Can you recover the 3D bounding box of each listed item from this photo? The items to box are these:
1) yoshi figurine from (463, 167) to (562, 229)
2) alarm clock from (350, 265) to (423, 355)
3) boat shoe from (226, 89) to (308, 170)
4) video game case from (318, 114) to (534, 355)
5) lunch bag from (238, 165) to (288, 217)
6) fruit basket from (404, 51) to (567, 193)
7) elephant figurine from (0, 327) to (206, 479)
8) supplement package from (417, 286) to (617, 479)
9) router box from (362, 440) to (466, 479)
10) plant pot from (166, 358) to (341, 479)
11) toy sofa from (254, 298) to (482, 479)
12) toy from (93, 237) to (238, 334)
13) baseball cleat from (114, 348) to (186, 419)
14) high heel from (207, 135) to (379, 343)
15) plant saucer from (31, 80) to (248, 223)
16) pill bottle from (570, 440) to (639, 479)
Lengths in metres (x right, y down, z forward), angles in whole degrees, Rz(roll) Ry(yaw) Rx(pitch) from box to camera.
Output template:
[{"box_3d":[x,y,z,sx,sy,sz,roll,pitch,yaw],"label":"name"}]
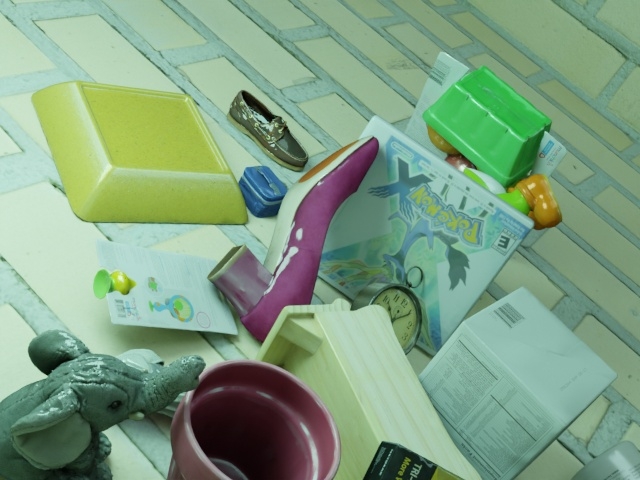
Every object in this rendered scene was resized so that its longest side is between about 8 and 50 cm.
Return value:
[{"box_3d":[0.268,0.013,1.582,0.362,0.203,0.203,-20,38,3],"label":"yoshi figurine"},{"box_3d":[0.118,0.120,1.423,0.192,0.064,0.129,-52,120,-19],"label":"alarm clock"},{"box_3d":[-0.105,-0.229,1.749,0.207,0.073,0.073,38,34,7],"label":"boat shoe"},{"box_3d":[0.149,-0.004,1.470,0.329,0.300,0.036,35,20,4],"label":"video game case"},{"box_3d":[-0.111,-0.099,1.589,0.067,0.065,0.098,-13,55,-46],"label":"lunch bag"},{"box_3d":[0.324,-0.181,1.778,0.165,0.353,0.327,-37,71,-28],"label":"fruit basket"},{"box_3d":[-0.278,0.183,0.962,0.186,0.239,0.169,-18,59,-48],"label":"elephant figurine"},{"box_3d":[0.262,0.247,1.276,0.198,0.263,0.199,46,37,20],"label":"supplement package"},{"box_3d":[0.115,0.423,0.956,0.243,0.081,0.309,29,76,-4],"label":"router box"},{"box_3d":[-0.103,0.277,1.033,0.201,0.180,0.201,21,36,-16],"label":"plant pot"},{"box_3d":[0.057,0.264,1.196,0.177,0.150,0.362,-1,46,-33],"label":"toy sofa"},{"box_3d":[-0.239,0.082,1.263,0.237,0.056,0.137,16,47,-51],"label":"toy"},{"box_3d":[-0.201,0.200,1.150,0.206,0.072,0.109,21,29,-22],"label":"baseball cleat"},{"box_3d":[0.000,0.000,1.377,0.377,0.127,0.181,-45,104,-13],"label":"high heel"},{"box_3d":[-0.312,-0.174,1.515,0.333,0.081,0.333,0,46,-37],"label":"plant saucer"},{"box_3d":[0.517,0.448,1.342,0.131,0.131,0.229,-5,49,-41],"label":"pill bottle"}]
